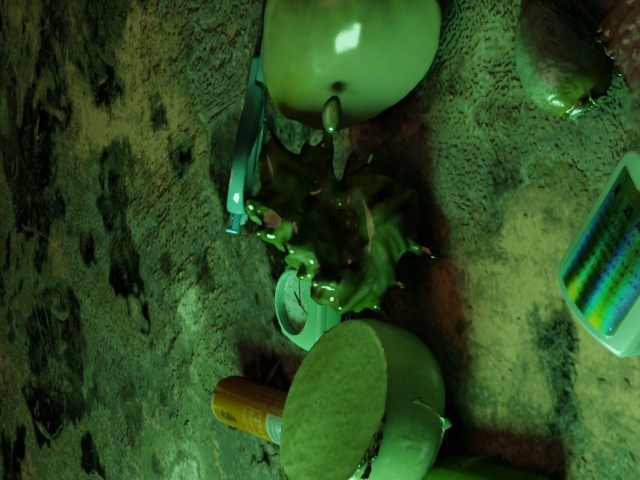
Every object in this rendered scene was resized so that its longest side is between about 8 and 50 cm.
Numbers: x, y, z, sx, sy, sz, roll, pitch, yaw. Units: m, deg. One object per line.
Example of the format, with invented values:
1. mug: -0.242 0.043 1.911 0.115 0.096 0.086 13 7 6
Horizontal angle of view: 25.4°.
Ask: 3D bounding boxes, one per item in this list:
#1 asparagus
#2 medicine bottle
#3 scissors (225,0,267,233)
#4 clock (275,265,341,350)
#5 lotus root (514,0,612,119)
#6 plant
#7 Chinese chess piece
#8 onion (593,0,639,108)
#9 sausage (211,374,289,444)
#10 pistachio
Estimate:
1. asparagus: 0.152 0.265 1.546 0.277 0.060 0.067 -3 90 58
2. medicine bottle: 0.299 -0.014 1.250 0.121 0.083 0.229 60 141 37
3. scissors: -0.078 -0.202 1.819 0.180 0.032 0.393 -93 12 -87
4. clock: -0.022 0.078 1.811 0.135 0.041 0.101 27 117 55
5. lotus root: 0.225 -0.185 1.351 0.088 0.088 0.165 -54 40 46
6. plant: 0.030 -0.016 1.696 0.251 0.180 0.333 61 -178 8
7. Chinese chess piece: 0.047 0.204 1.609 0.238 0.092 0.238 -39 39 41
8. onion: 0.370 -0.151 1.112 0.247 0.111 0.250 -39 48 26
9. sausage: -0.061 0.230 1.868 0.234 0.071 0.071 9 102 58
10. pistachio: 0.036 -0.242 1.580 0.166 0.197 0.288 -62 -1 -32
